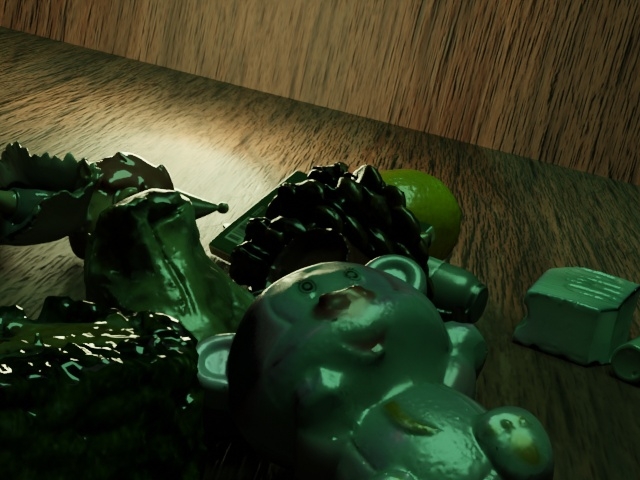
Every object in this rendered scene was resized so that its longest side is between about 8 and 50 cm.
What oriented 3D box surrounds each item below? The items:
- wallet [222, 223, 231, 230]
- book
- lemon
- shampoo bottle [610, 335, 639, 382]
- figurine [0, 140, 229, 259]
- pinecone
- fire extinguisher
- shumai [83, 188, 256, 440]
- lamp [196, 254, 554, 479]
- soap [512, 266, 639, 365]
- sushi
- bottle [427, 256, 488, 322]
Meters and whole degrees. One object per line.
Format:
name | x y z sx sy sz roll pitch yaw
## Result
wallet | -0.074 -0.006 1.905 0.156 0.018 0.082 4 17 -28
book | 0.000 0.000 1.743 0.264 0.027 0.202 24 50 34
lemon | 0.121 -0.030 1.890 0.207 0.170 0.170 -3 22 -42
shampoo bottle | 0.469 0.156 1.725 0.056 0.056 0.195 23 17 30
figurine | -0.294 -0.035 1.606 0.387 0.166 0.207 6 -26 -43
pinecone | 0.016 0.024 1.455 0.257 0.243 0.243 8 15 -38
fire extinguisher | 0.086 0.091 1.325 0.106 0.147 0.337 -6 -31 38
shumai | -0.124 0.072 1.217 0.260 0.222 0.225 17 13 -4
lamp | 0.049 0.164 1.070 0.247 0.247 0.301 -28 54 -18
soap | 0.379 0.102 1.776 0.145 0.091 0.230 19 17 17
sushi | -0.265 0.145 0.843 0.294 0.178 0.352 7 8 38
bottle | 0.113 0.053 1.749 0.253 0.079 0.096 21 43 25
